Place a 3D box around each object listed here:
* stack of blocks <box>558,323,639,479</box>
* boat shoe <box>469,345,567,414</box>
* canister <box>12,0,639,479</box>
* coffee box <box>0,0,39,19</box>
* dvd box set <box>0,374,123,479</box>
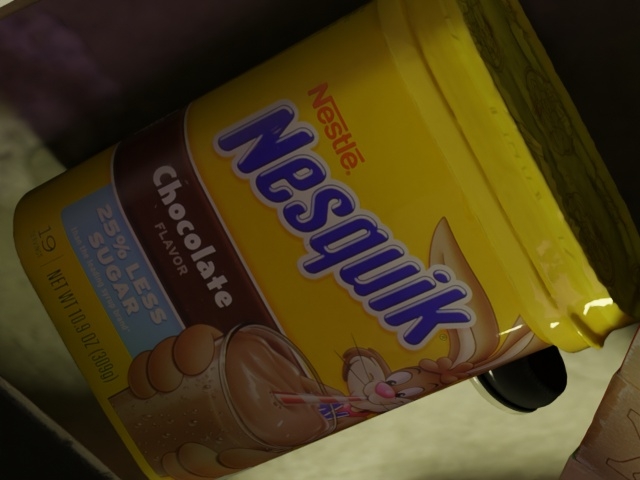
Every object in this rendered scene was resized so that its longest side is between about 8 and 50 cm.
[{"bbox_3d":[0.165,0.034,0.463,0.087,0.171,0.297,35,140,21],"label":"stack of blocks"},{"bbox_3d":[0.066,0.020,0.534,0.042,0.049,0.133,-15,133,22],"label":"boat shoe"},{"bbox_3d":[0.000,0.000,0.461,0.170,0.073,0.126,-26,98,24],"label":"canister"},{"bbox_3d":[-0.142,-0.105,0.270,0.297,0.168,0.119,-21,179,17],"label":"coffee box"},{"bbox_3d":[-0.193,0.177,0.545,0.307,0.062,0.420,38,133,11],"label":"dvd box set"}]
